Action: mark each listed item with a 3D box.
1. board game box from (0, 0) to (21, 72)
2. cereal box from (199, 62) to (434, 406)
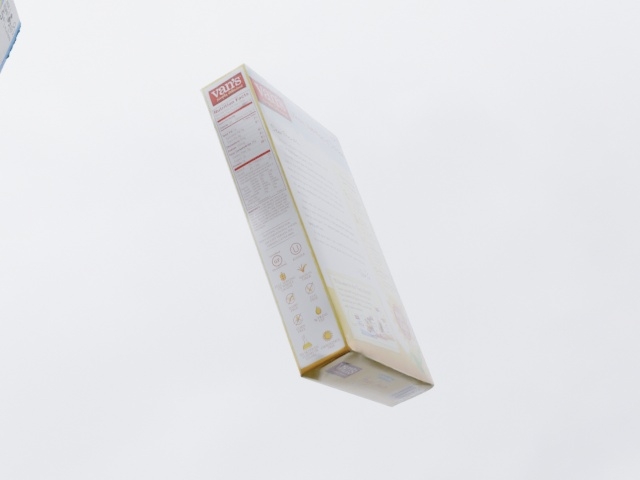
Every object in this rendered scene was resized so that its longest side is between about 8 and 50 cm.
[{"bbox_3d":[-0.357,-0.220,0.630,0.308,0.086,0.302,12,-29,4],"label":"board game box"},{"bbox_3d":[0.000,0.000,0.838,0.047,0.240,0.173,-29,-26,16],"label":"cereal box"}]
